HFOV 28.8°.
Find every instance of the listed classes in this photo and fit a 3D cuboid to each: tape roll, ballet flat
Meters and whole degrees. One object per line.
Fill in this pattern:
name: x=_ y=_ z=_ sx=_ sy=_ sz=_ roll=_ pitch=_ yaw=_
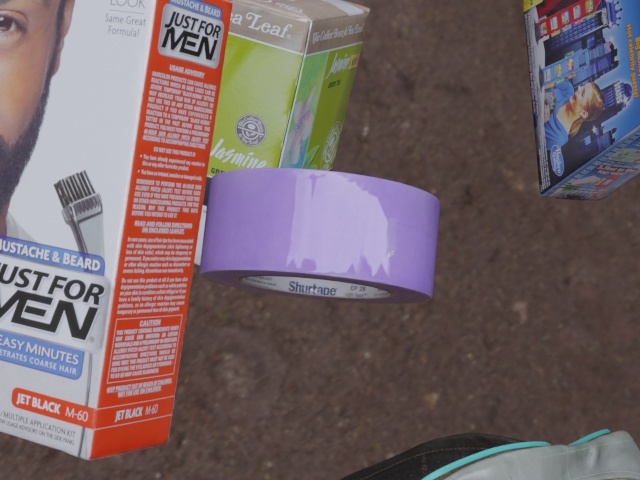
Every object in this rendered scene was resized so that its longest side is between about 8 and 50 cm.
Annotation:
tape roll: x=0.000 y=0.000 z=1.001 sx=0.189 sy=0.189 sz=0.080 roll=11 pitch=81 yaw=-34
ballet flat: x=0.128 y=0.145 z=0.674 sx=0.213 sy=0.072 sz=0.068 roll=1 pitch=45 yaw=-50

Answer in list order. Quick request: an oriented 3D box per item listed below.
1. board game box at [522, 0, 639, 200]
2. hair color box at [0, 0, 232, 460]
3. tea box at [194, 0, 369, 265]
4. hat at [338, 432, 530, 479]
board game box: x=0.221 y=-0.141 z=0.826 sx=0.060 sy=0.194 sz=0.194 roll=3 pitch=79 yaw=-31
hair color box: x=-0.095 y=-0.014 z=0.457 sx=0.053 sy=0.093 sz=0.167 roll=4 pitch=95 yaw=-63
tea box: x=-0.154 y=-0.167 z=1.520 sx=0.329 sy=0.324 sz=0.220 roll=20 pitch=20 yaw=15
hat: x=0.130 y=0.303 z=0.946 sx=0.134 sy=0.331 sz=0.331 roll=15 pitch=54 yaw=-57
